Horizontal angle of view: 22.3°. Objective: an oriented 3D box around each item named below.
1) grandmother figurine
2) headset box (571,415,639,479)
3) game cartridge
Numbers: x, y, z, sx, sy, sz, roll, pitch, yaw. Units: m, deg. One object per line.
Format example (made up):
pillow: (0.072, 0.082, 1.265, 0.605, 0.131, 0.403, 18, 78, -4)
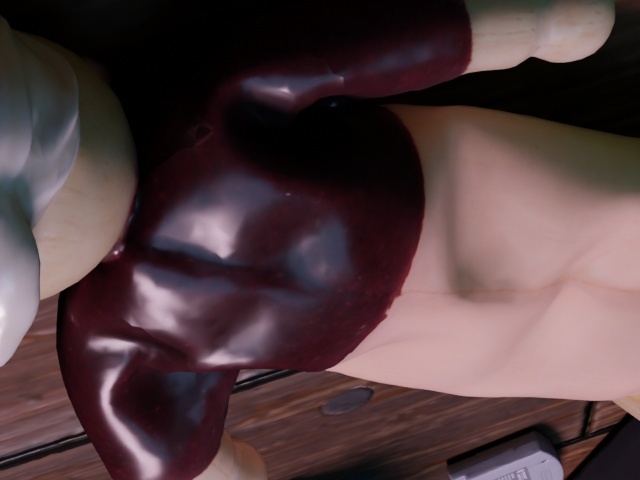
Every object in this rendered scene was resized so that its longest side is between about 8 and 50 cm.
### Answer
grandmother figurine: (0.000, 0.000, 0.472, 0.342, 0.104, 0.208, 10, 112, -41)
headset box: (0.252, 0.177, 0.792, 0.131, 0.246, 0.283, -8, 151, -25)
game cartridge: (0.097, 0.122, 0.833, 0.056, 0.017, 0.083, -19, 153, 3)
